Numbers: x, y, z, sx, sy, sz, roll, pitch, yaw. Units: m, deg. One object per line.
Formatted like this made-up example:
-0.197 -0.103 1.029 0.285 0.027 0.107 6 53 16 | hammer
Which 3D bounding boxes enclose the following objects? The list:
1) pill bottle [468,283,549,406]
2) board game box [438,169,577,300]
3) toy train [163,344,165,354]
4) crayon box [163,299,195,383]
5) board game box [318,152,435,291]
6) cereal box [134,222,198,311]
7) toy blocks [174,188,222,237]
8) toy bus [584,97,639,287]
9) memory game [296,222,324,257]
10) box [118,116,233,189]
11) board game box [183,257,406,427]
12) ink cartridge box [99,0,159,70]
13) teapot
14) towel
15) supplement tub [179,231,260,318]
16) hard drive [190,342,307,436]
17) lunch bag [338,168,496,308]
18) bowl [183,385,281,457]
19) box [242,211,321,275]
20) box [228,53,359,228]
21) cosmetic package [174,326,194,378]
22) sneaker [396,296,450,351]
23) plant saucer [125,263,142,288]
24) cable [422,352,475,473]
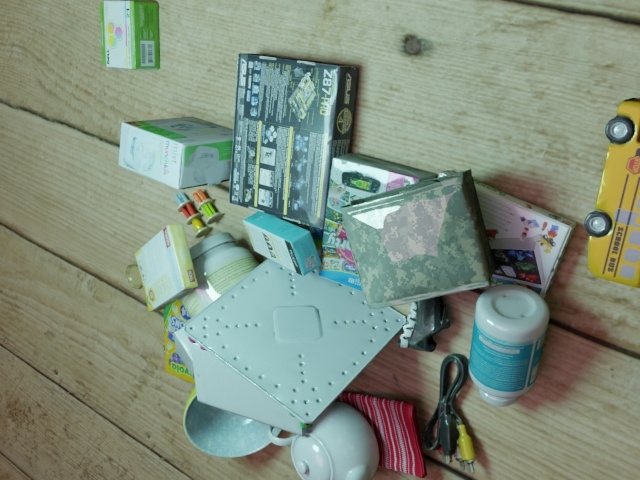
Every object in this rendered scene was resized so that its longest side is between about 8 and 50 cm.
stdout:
0.392 0.232 1.462 0.146 0.146 0.264 23 134 30 | pill bottle
0.371 -0.008 1.497 0.305 0.053 0.193 28 117 28 | board game box
-0.482 0.303 2.211 0.036 0.027 0.158 27 116 32 | toy train
-0.379 0.318 2.106 0.203 0.083 0.323 12 109 33 | crayon box
0.128 -0.033 1.634 0.224 0.097 0.303 18 113 28 | board game box
-0.407 0.075 1.811 0.240 0.047 0.173 -29 73 49 | cereal box
-0.363 -0.099 2.006 0.123 0.054 0.148 -45 74 35 | toy blocks
0.584 -0.090 1.287 0.130 0.108 0.332 17 111 31 | toy bus
0.000 0.000 1.794 0.186 0.012 0.186 9 107 34 | memory game
-0.357 -0.236 1.838 0.231 0.262 0.126 21 113 31 | box
-0.057 0.213 1.659 0.390 0.390 0.050 32 139 24 | board game box
-0.594 -0.601 2.020 0.255 0.097 0.188 13 109 32 | ink cartridge box
0.010 0.546 1.779 0.256 0.187 0.252 -35 74 46 | teapot
0.150 0.496 1.777 0.275 0.031 0.199 -4 99 45 | towel
-0.238 0.165 1.868 0.235 0.235 0.325 -44 75 35 | supplement tub
-0.178 0.365 1.734 0.307 0.040 0.203 13 123 21 | hard drive
0.198 0.002 1.451 0.287 0.169 0.235 -14 97 20 | lunch bag
-0.249 0.461 1.982 0.156 0.289 0.289 -112 34 -61 | bowl
-0.101 0.002 1.738 0.244 0.060 0.100 24 139 52 | box
-0.079 -0.255 1.732 0.318 0.097 0.395 16 109 35 | box
-0.356 0.309 1.924 0.099 0.060 0.239 53 159 11 | cosmetic package
0.260 0.158 1.611 0.106 0.078 0.234 19 106 16 | sneaker
-0.606 0.116 2.261 0.083 0.015 0.083 10 107 33 | plant saucer
0.312 0.409 1.664 0.139 0.072 0.287 1 90 53 | cable
